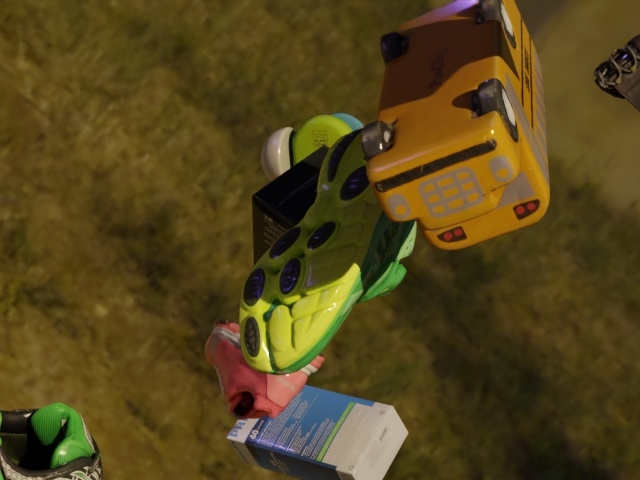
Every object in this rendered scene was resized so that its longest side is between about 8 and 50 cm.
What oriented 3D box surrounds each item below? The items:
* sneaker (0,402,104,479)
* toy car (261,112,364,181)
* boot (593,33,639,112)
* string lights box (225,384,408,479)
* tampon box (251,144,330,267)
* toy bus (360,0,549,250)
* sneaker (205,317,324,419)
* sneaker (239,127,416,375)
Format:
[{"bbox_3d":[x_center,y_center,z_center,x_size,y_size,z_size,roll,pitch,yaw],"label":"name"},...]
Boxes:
[{"bbox_3d":[-0.224,0.234,1.219,0.343,0.146,0.134,37,8,-44],"label":"sneaker"},{"bbox_3d":[0.022,-0.077,1.722,0.136,0.159,0.182,-49,135,-58],"label":"toy car"},{"bbox_3d":[0.423,-0.259,1.656,0.263,0.229,0.091,32,22,-52],"label":"boot"},{"bbox_3d":[-0.008,0.307,2.186,0.259,0.133,0.077,9,-36,38],"label":"string lights box"},{"bbox_3d":[0.000,0.000,1.560,0.101,0.120,0.161,35,-34,27],"label":"tampon box"},{"bbox_3d":[0.116,-0.101,1.116,0.333,0.108,0.130,-78,144,-59],"label":"toy bus"},{"bbox_3d":[-0.117,0.202,2.092,0.116,0.136,0.314,35,-17,-19],"label":"sneaker"},{"bbox_3d":[0.029,0.018,1.228,0.295,0.109,0.123,-58,132,-41],"label":"sneaker"}]
